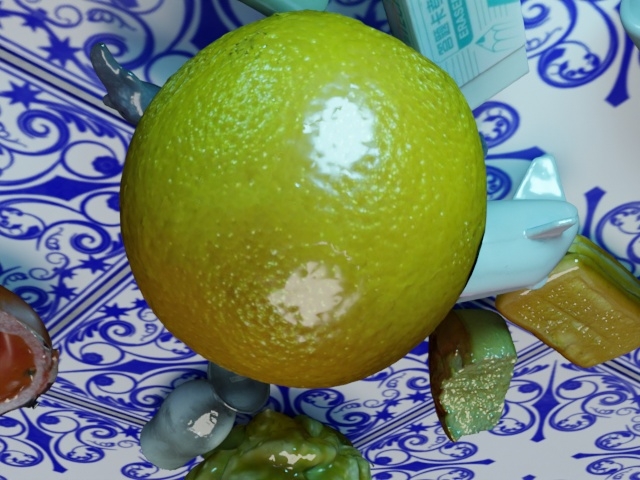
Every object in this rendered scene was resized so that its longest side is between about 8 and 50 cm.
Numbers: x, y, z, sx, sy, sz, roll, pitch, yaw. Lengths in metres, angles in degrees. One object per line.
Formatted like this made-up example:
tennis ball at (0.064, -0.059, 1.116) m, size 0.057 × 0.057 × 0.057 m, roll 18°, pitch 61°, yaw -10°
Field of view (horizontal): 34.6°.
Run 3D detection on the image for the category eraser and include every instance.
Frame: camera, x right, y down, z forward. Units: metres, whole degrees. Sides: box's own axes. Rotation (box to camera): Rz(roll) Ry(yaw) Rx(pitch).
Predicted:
eraser at (0.096, -0.193, 0.770) m, size 0.095 × 0.052 × 0.225 m, roll -34°, pitch 142°, yaw -7°

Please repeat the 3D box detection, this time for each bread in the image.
bread at (0.167, 0.144, 1.194) m, size 0.086 × 0.125 × 0.156 m, roll -4°, pitch 126°, yaw -10°
bread at (0.286, 0.066, 1.135) m, size 0.116 × 0.077 × 0.200 m, roll -30°, pitch 134°, yaw 33°

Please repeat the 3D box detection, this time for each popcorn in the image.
popcorn at (-0.052, 0.369, 1.387) m, size 0.282 × 0.247 × 0.282 m, roll 4°, pitch 155°, yaw 2°

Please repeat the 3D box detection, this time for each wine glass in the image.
wine glass at (-0.152, 0.219, 1.299) m, size 0.093 × 0.093 × 0.202 m, roll 21°, pitch 137°, yaw -29°

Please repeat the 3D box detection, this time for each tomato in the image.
tomato at (-0.393, 0.093, 1.100) m, size 0.228 × 0.112 × 0.199 m, roll 23°, pitch 128°, yaw -32°

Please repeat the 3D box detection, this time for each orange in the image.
orange at (-0.012, -0.030, 0.750) m, size 0.274 × 0.274 × 0.274 m, roll -2°, pitch 143°, yaw -1°

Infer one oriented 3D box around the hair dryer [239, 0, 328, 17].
hair dryer at (-0.042, -0.259, 0.678) m, size 0.298 × 0.119 × 0.296 m, roll -25°, pitch 146°, yaw 7°

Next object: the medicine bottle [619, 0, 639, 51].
medicine bottle at (0.303, -0.160, 0.828) m, size 0.080 × 0.080 × 0.130 m, roll -26°, pitch 137°, yaw 28°

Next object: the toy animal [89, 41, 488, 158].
toy animal at (-0.052, -0.063, 0.937) m, size 0.367 × 0.081 × 0.206 m, roll 11°, pitch 143°, yaw -23°

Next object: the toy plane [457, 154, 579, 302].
toy plane at (0.117, 0.007, 0.976) m, size 0.267 × 0.123 × 0.267 m, roll -15°, pitch 170°, yaw -3°
